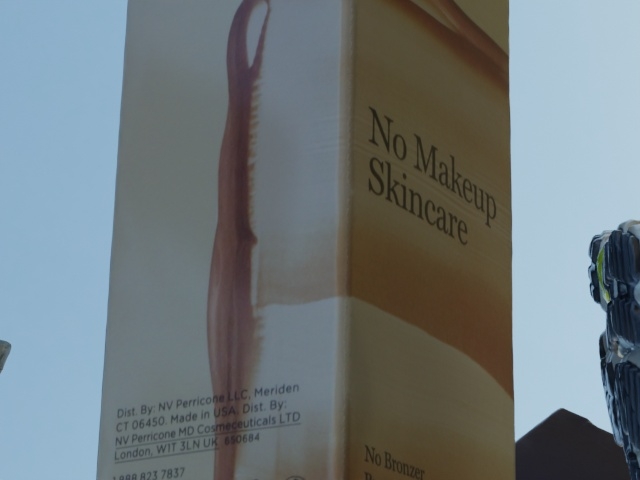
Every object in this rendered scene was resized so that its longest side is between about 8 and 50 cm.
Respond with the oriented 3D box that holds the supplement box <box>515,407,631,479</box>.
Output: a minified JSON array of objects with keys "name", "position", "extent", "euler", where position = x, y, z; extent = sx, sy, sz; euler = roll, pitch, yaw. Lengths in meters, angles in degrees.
[{"name":"supplement box","position":[0.177,0.340,1.308],"extent":[0.195,0.194,0.356],"euler":[-24,-47,-56]}]

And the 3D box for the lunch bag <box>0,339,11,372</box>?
[{"name":"lunch bag","position":[-0.246,0.073,1.101],"extent":[0.083,0.071,0.053],"euler":[21,-110,-33]}]

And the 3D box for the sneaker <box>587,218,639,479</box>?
[{"name":"sneaker","position":[0.148,0.033,0.578],"extent":[0.275,0.110,0.107],"euler":[-61,-38,-79]}]

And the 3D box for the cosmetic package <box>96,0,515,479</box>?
[{"name":"cosmetic package","position":[0.000,0.000,0.782],"extent":[0.153,0.129,0.296],"euler":[25,-121,-52]}]
